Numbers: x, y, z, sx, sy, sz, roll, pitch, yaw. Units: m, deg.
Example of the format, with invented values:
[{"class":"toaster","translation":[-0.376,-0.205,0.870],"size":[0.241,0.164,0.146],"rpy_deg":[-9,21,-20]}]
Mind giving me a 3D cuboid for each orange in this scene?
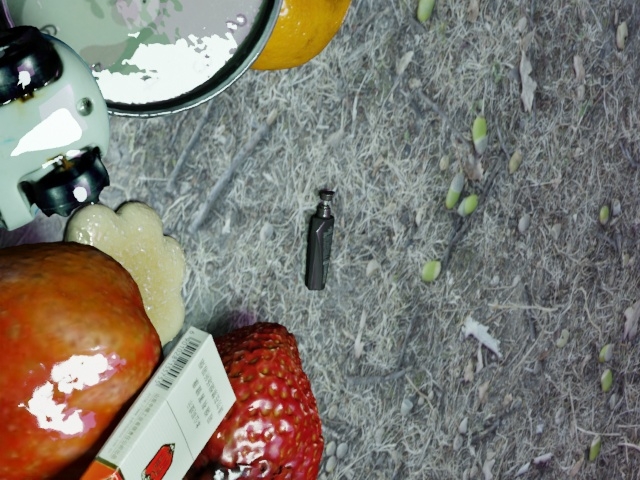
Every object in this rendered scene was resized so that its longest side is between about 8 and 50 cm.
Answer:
[{"class":"orange","translation":[-0.063,-0.316,1.902],"size":[0.240,0.171,0.240],"rpy_deg":[-20,117,-46]}]

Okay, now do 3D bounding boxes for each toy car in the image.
[{"class":"toy car","translation":[-0.340,-0.108,1.635],"size":[0.255,0.190,0.188],"rpy_deg":[-26,116,-5]}]

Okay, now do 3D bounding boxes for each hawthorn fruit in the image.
[{"class":"hawthorn fruit","translation":[-0.336,0.143,1.729],"size":[0.330,0.287,0.287],"rpy_deg":[-1,108,-30]}]

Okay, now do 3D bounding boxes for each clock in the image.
[{"class":"clock","translation":[-0.188,-0.284,1.721],"size":[0.319,0.066,0.318],"rpy_deg":[-5,105,-17]}]

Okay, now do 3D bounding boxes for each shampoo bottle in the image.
[{"class":"shampoo bottle","translation":[0.000,0.000,2.243],"size":[0.048,0.027,0.137],"rpy_deg":[-25,126,-59]}]

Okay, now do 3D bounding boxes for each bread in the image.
[{"class":"bread","translation":[-0.232,0.053,1.973],"size":[0.182,0.039,0.251],"rpy_deg":[-53,139,-20]}]

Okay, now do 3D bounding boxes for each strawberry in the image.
[{"class":"strawberry","translation":[-0.105,0.236,2.066],"size":[0.238,0.250,0.288],"rpy_deg":[58,35,-39]}]

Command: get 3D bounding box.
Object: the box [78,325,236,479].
[{"class":"box","translation":[-0.175,0.219,1.703],"size":[0.245,0.035,0.139],"rpy_deg":[-56,154,-27]}]
